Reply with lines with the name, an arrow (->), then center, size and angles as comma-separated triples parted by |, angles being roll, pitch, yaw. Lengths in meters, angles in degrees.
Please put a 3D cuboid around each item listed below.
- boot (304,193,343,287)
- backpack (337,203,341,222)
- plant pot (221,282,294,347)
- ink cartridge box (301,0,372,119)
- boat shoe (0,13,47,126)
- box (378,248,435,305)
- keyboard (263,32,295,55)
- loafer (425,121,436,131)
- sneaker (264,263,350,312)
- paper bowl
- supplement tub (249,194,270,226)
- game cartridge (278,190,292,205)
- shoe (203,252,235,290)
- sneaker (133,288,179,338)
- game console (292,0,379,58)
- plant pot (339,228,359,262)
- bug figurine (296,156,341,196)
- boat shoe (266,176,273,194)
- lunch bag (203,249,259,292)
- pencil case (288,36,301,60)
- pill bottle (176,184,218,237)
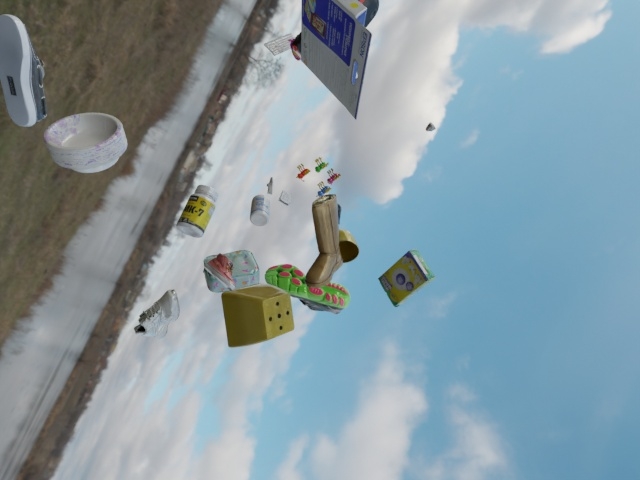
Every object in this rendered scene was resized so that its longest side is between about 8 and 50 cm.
boot -> 0.000, 0.000, 1.513 | 0.236, 0.089, 0.269 | -47, 136, -55
backpack -> 0.055, -0.154, 2.377 | 0.101, 0.098, 0.120 | -1, -115, 38
plant pot -> -0.220, 0.280, 1.623 | 0.187, 0.212, 0.212 | -6, -87, 41
ink cartridge box -> 0.051, -0.563, 1.251 | 0.072, 0.307, 0.303 | -33, 159, -19
boat shoe -> -0.631, -0.361, 0.928 | 0.076, 0.080, 0.228 | -61, 164, -57
box -> 0.245, 0.118, 1.282 | 0.179, 0.043, 0.105 | -51, -121, 41
keyboard -> -0.176, -0.926, 2.033 | 0.014, 0.072, 0.256 | -34, -169, 42
loafer -> 0.548, -0.566, 2.161 | 0.039, 0.045, 0.125 | -40, 177, 23
sneaker -> -0.085, 0.283, 2.318 | 0.202, 0.483, 0.185 | 106, 9, -47
paper bowl -> -0.924, -0.380, 1.724 | 0.284, 0.284, 0.148 | -87, 180, -46
supplement tub -> -0.220, -0.109, 1.575 | 0.071, 0.071, 0.107 | -48, -150, 33
game cartridge -> -0.155, -0.189, 1.936 | 0.017, 0.056, 0.083 | -55, -168, 35
shoe -> -0.340, 0.107, 1.542 | 0.081, 0.063, 0.178 | -44, -132, -18
sneaker -> -0.692, 0.321, 1.835 | 0.297, 0.129, 0.111 | -55, -130, 26
game console -> 0.067, -0.840, 1.669 | 0.386, 0.060, 0.342 | -49, 166, 12
plant pot -> 0.083, 0.011, 1.697 | 0.134, 0.134, 0.095 | -46, -150, 37
bug figurine -> -0.005, -0.379, 2.605 | 0.216, 0.279, 0.072 | -37, 152, -16
boat shoe -> -0.285, -0.308, 2.421 | 0.035, 0.035, 0.100 | 177, -83, -74
lunch bag -> -0.467, 0.152, 2.236 | 0.224, 0.279, 0.107 | -120, -150, -45
pencil case -> -0.027, -0.922, 2.003 | 0.236, 0.104, 0.104 | -30, -166, -17
pill bottle -> -0.524, -0.127, 1.859 | 0.119, 0.119, 0.208 | -24, -136, 58
